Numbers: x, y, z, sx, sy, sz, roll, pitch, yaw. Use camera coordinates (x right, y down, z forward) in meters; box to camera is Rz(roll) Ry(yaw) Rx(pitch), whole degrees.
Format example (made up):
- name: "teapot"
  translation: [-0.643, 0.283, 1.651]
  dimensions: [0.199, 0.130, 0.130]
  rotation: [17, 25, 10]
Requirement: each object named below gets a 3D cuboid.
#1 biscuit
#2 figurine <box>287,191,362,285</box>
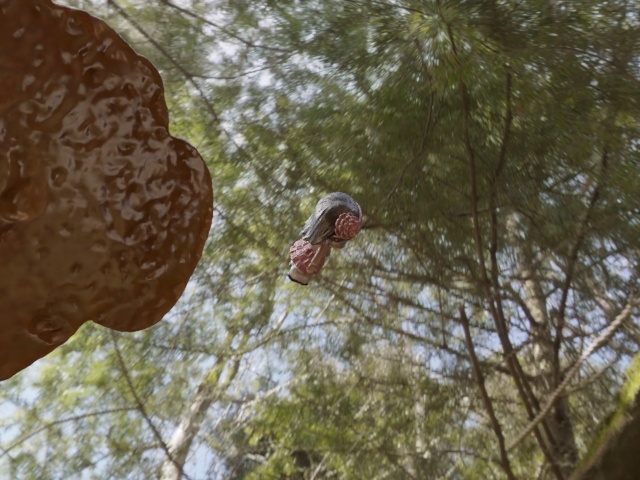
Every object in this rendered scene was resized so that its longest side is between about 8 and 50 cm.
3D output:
- name: "biscuit"
  translation: [-0.223, -0.037, 0.543]
  dimensions: [0.051, 0.376, 0.269]
  rotation: [20, -96, 39]
- name: "figurine"
  translation: [0.000, 0.000, 0.906]
  dimensions: [0.054, 0.072, 0.129]
  rotation: [30, -54, -15]
